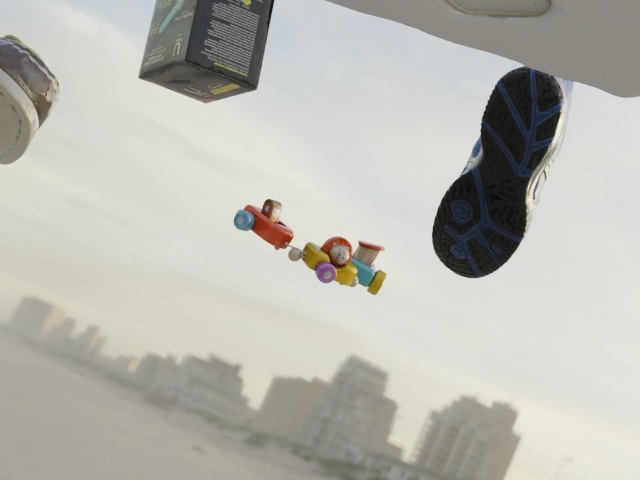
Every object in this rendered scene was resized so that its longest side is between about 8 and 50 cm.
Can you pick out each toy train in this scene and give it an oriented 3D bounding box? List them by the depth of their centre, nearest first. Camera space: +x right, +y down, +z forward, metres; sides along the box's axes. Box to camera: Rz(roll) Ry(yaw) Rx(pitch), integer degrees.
[{"bbox_3d":[0.000,0.000,1.129,0.125,0.046,0.166,37,12,38],"label":"toy train"}]

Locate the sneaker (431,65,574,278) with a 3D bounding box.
[{"bbox_3d":[0.160,-0.056,0.979,0.080,0.211,0.081,34,35,14],"label":"sneaker"}]

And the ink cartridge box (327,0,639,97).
[{"bbox_3d":[0.076,-0.215,0.499,0.197,0.273,0.114,15,-38,-15],"label":"ink cartridge box"}]

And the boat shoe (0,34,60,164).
[{"bbox_3d":[-0.290,-0.131,0.995,0.116,0.097,0.324,56,-26,-19],"label":"boat shoe"}]

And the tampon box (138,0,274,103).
[{"bbox_3d":[-0.130,-0.258,1.378,0.101,0.161,0.120,18,-12,-33],"label":"tampon box"}]
